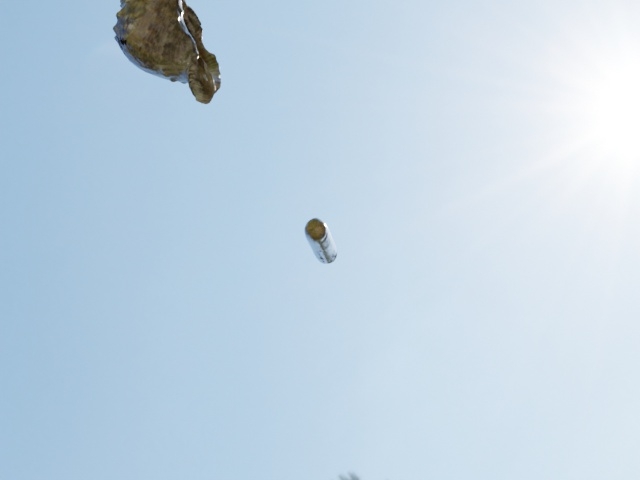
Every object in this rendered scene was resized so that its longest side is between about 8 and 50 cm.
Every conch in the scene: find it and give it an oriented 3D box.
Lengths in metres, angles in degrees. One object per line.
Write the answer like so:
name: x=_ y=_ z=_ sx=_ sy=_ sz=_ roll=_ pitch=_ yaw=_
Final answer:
conch: x=-0.203 y=-0.286 z=1.512 sx=0.155 sy=0.207 sz=0.130 roll=-43 pitch=2 yaw=-43

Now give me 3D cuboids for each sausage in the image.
sausage: x=0.000 y=0.000 z=1.044 sx=0.024 sy=0.024 sz=0.132 roll=-43 pitch=-14 yaw=-4
